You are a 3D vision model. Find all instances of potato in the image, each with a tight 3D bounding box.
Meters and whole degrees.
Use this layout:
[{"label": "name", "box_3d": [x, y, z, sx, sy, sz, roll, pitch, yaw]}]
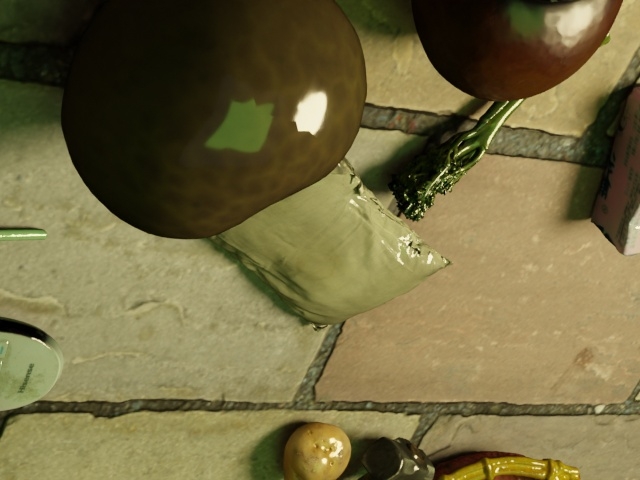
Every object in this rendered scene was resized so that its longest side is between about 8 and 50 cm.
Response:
[{"label": "potato", "box_3d": [-0.007, 0.216, 1.395, 0.068, 0.062, 0.083, 12, 143, -22]}]

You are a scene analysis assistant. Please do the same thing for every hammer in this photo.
[{"label": "hammer", "box_3d": [-0.045, 0.324, 1.464, 0.365, 0.043, 0.111, -37, 157, 8]}]

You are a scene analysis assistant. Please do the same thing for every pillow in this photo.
[{"label": "pillow", "box_3d": [0.000, 0.000, 1.195, 0.148, 0.050, 0.230, -23, 139, 21]}]

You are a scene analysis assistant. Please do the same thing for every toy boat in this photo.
[{"label": "toy boat", "box_3d": [0.129, 0.307, 1.530, 0.318, 0.099, 0.141, -28, 139, -3]}]

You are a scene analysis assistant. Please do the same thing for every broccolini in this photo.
[{"label": "broccolini", "box_3d": [0.155, -0.107, 1.219, 0.239, 0.051, 0.054, -42, 124, -1]}]

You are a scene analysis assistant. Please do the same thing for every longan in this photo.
[{"label": "longan", "box_3d": [-0.074, -0.103, 0.972, 0.212, 0.198, 0.198, -30, 138, 3]}]

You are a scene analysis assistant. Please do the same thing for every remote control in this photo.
[{"label": "remote control", "box_3d": [-0.322, 0.088, 1.090, 0.256, 0.045, 0.097, 9, 121, -34]}]

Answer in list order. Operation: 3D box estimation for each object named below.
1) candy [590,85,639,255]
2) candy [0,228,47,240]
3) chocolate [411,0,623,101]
[{"label": "candy", "box_3d": [0.322, -0.068, 1.330, 0.092, 0.073, 0.160, -9, 132, -20]}, {"label": "candy", "box_3d": [-0.287, -0.001, 1.036, 0.194, 0.058, 0.062, -4, 98, -41]}, {"label": "chocolate", "box_3d": [0.144, -0.184, 1.070, 0.177, 0.177, 0.176, -17, 135, -18]}]
